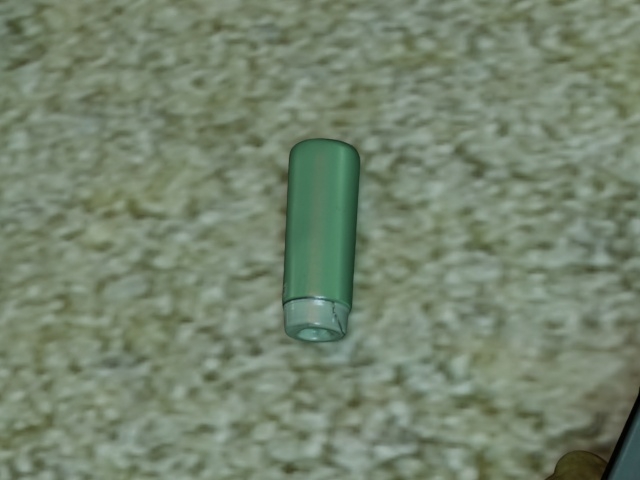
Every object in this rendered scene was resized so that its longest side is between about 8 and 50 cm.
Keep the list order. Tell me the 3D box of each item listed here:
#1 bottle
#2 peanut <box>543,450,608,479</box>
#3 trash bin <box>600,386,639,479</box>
[{"bbox_3d":[0.000,0.000,0.702,0.030,0.030,0.083,-2,68,12],"label":"bottle"},{"bbox_3d":[0.082,0.130,0.620,0.054,0.054,0.113,20,71,20],"label":"peanut"},{"bbox_3d":[0.191,0.144,0.540,0.236,0.101,0.176,24,72,10],"label":"trash bin"}]
